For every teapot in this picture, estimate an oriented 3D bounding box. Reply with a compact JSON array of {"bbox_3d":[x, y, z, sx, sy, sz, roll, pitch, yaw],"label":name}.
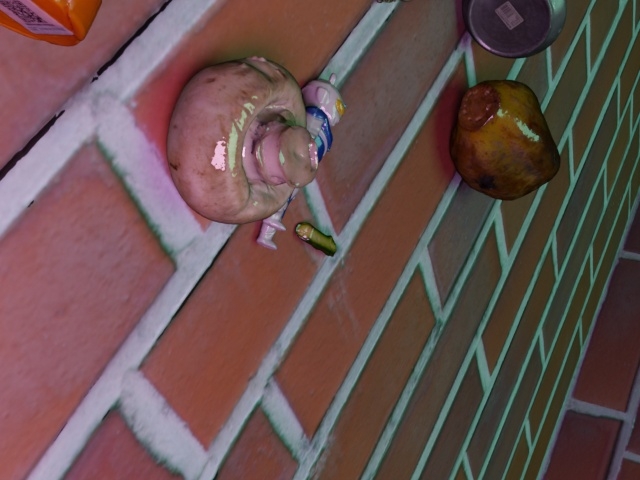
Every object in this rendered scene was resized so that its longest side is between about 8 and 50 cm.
[{"bbox_3d":[0.336,-0.438,1.313,0.203,0.171,0.225,50,44,-18],"label":"teapot"}]

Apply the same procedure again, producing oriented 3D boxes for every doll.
[{"bbox_3d":[-0.017,-0.104,0.893,0.114,0.057,0.227,105,3,-71],"label":"doll"}]

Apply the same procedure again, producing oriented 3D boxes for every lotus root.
[{"bbox_3d":[0.315,-0.173,1.362,0.291,0.193,0.193,32,73,-62],"label":"lotus root"}]

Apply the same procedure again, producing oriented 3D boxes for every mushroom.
[{"bbox_3d":[-0.071,-0.096,0.750,0.166,0.127,0.166,-22,114,-60],"label":"mushroom"}]

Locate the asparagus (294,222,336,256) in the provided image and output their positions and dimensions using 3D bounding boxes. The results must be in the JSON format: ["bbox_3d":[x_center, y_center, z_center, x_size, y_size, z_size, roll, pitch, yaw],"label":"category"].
[{"bbox_3d":[-0.001,0.001,1.012,0.108,0.021,0.025,34,70,-59],"label":"asparagus"}]

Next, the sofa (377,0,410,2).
[{"bbox_3d":[0.176,-0.395,0.992,0.258,0.200,0.182,6,94,-62],"label":"sofa"}]

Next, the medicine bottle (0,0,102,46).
[{"bbox_3d":[-0.148,-0.279,0.513,0.157,0.157,0.289,39,66,-58],"label":"medicine bottle"}]
